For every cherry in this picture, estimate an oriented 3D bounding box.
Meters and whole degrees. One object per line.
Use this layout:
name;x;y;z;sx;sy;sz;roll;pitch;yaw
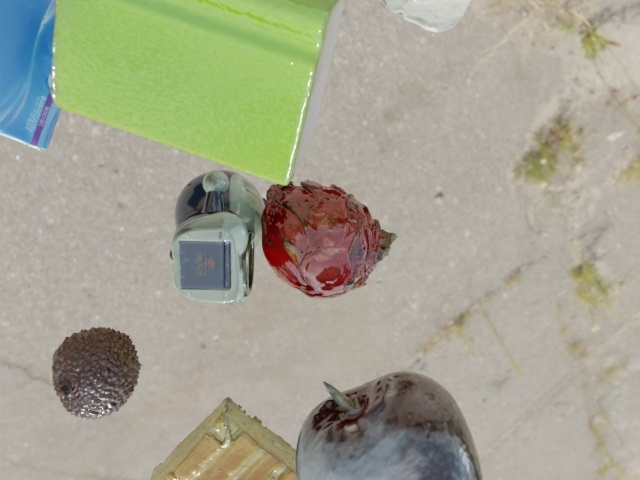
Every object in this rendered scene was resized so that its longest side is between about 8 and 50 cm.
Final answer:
cherry;0.092;0.307;1.259;0.255;0.296;0.218;-29;-175;20

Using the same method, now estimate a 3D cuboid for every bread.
bread;-0.159;0.437;1.663;0.239;0.111;0.246;42;106;-15

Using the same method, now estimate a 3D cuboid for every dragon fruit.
dragon fruit;0.000;0.000;1.373;0.210;0.172;0.172;26;133;2

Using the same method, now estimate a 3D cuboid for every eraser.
eraser;-0.128;-0.191;0.897;0.274;0.092;0.210;22;132;6

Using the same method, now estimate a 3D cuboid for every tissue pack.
tissue pack;-0.449;-0.286;1.320;0.198;0.146;0.263;20;93;-23

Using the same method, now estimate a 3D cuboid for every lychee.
lychee;-0.303;0.175;1.233;0.129;0.123;0.123;-49;156;-31

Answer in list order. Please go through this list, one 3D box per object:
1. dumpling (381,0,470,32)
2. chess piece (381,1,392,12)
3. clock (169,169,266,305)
dumpling;0.236;-0.618;1.817;0.260;0.181;0.341;15;134;-12
chess piece;0.188;-0.570;2.198;0.084;0.083;0.038;4;117;-32
clock;-0.157;-0.017;1.395;0.147;0.243;0.199;-4;113;1
